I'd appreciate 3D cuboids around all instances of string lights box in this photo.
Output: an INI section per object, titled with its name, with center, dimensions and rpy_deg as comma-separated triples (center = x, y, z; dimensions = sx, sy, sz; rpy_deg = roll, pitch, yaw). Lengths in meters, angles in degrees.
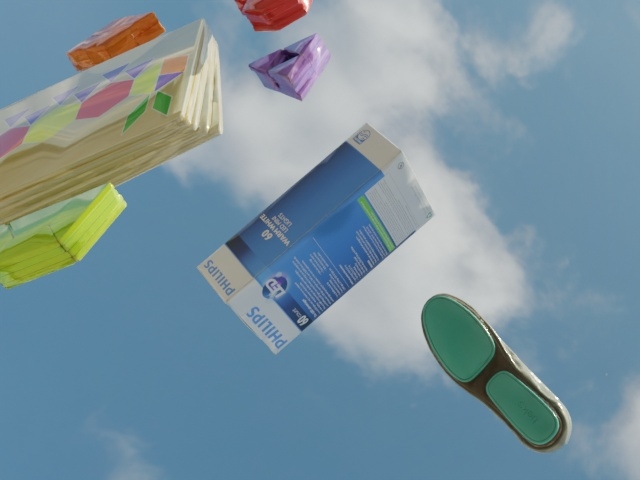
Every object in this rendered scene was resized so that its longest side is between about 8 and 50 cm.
[string lights box]
center = 0.000, 0.000, 1.115
dimensions = 0.260, 0.133, 0.077
rpy_deg = -40, -131, -5

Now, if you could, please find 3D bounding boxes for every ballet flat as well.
[ballet flat]
center = 0.189, 0.146, 1.036
dimensions = 0.072, 0.068, 0.213
rpy_deg = -46, -117, 9

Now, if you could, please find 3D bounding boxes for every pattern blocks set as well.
[pattern blocks set]
center = -0.140, -0.071, 0.592
dimensions = 0.325, 0.026, 0.285
rpy_deg = -15, -144, 21
